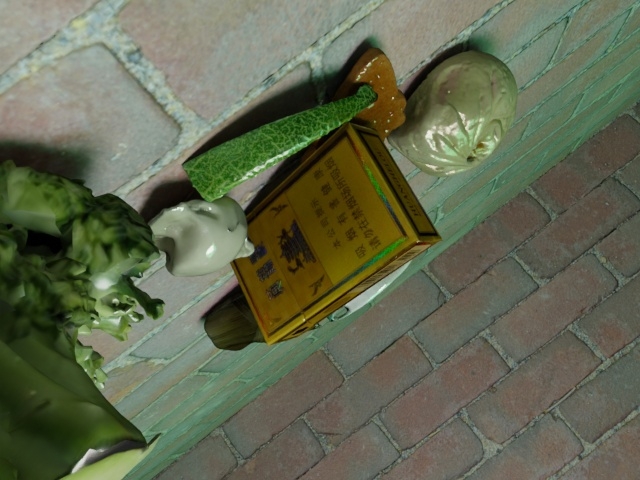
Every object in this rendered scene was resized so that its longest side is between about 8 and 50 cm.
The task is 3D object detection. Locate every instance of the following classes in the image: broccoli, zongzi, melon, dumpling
[{"bbox_3d":[-0.281,0.078,0.352,0.338,0.317,0.277,28,98,-40],"label":"broccoli"},{"bbox_3d":[-0.115,0.167,0.994,0.221,0.112,0.242,-33,-155,-1],"label":"zongzi"},{"bbox_3d":[-0.037,-0.122,0.648,0.262,0.053,0.114,-27,174,-4],"label":"melon"},{"bbox_3d":[-0.166,0.002,0.685,0.150,0.092,0.176,-21,-177,15],"label":"dumpling"}]

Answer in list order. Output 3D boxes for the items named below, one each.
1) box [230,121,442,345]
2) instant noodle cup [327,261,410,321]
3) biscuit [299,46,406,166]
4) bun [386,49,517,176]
[{"bbox_3d":[0.000,0.000,0.756,0.301,0.192,0.084,-38,159,31],"label":"box"},{"bbox_3d":[0.039,0.020,0.956,0.251,0.190,0.251,-34,162,-13],"label":"instant noodle cup"},{"bbox_3d":[0.051,-0.171,0.754,0.183,0.043,0.280,-30,156,-17],"label":"biscuit"},{"bbox_3d":[0.231,-0.195,0.879,0.244,0.153,0.244,-32,165,-10],"label":"bun"}]
